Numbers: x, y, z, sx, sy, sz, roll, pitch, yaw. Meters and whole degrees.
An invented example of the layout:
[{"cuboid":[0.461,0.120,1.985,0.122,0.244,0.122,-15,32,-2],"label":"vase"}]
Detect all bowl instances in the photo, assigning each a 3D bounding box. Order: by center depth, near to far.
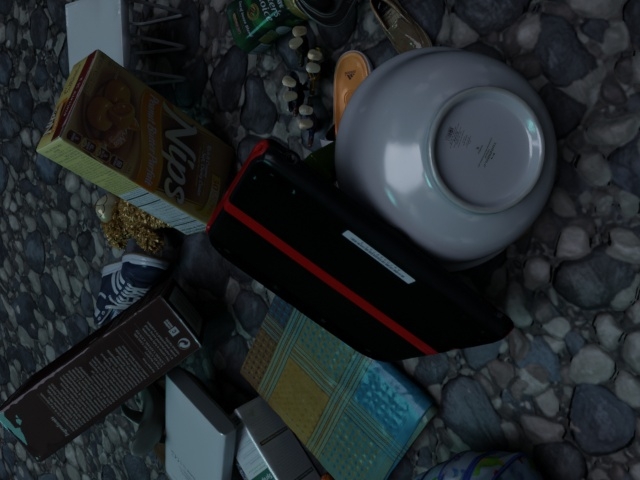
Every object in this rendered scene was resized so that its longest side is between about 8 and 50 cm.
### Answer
[{"cuboid":[0.174,-0.104,0.680,0.134,0.297,0.298,-169,70,-78],"label":"bowl"}]

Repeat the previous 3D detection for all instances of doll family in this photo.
[{"cuboid":[-0.023,-0.256,0.928,0.076,0.111,0.193,13,95,0],"label":"doll family"}]

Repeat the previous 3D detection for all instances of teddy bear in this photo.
[{"cuboid":[-0.385,-0.087,1.224,0.337,0.113,0.245,7,100,36],"label":"teddy bear"}]

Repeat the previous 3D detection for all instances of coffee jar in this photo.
[{"cuboid":[-0.072,-0.400,0.953,0.184,0.079,0.096,-18,88,37],"label":"coffee jar"}]

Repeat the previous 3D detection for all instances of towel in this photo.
[{"cuboid":[0.015,0.273,1.035,0.370,0.040,0.272,40,118,27],"label":"towel"}]

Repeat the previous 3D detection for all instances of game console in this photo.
[{"cuboid":[0.027,0.041,0.792,0.386,0.060,0.342,36,152,-9],"label":"game console"}]

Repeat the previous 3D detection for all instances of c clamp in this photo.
[{"cuboid":[0.006,-0.420,0.870,0.022,0.137,0.161,-167,99,-77],"label":"c clamp"}]

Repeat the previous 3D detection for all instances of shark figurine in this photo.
[{"cuboid":[-0.384,0.354,1.280,0.116,0.166,0.278,-36,56,10],"label":"shark figurine"}]

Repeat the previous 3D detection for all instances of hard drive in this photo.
[{"cuboid":[-0.259,0.439,1.168,0.203,0.040,0.308,33,128,34],"label":"hard drive"}]

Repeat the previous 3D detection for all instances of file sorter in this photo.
[{"cuboid":[-0.384,-0.334,1.139,0.192,0.173,0.278,7,102,37],"label":"file sorter"}]

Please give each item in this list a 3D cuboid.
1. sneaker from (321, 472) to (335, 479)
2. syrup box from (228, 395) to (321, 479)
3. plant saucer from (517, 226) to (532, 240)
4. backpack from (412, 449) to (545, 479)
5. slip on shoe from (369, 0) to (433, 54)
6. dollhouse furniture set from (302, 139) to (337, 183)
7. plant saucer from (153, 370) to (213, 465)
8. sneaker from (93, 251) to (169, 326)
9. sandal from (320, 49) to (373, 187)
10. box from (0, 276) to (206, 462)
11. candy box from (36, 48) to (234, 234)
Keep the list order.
[{"cuboid":[0.056,0.512,1.040,0.067,0.064,0.175,-30,85,17],"label":"sneaker"},{"cuboid":[-0.096,0.439,1.108,0.093,0.096,0.237,-47,69,35],"label":"syrup box"},{"cuboid":[0.265,-0.037,0.804,0.083,0.015,0.084,7,103,35],"label":"plant saucer"},{"cuboid":[0.253,0.468,0.753,0.355,0.290,0.273,49,129,31],"label":"backpack"},{"cuboid":[0.121,-0.321,0.845,0.051,0.041,0.135,-37,76,35],"label":"slip on shoe"},{"cuboid":[0.000,0.000,0.874,0.198,0.151,0.301,51,132,-1],"label":"dollhouse furniture set"},{"cuboid":[-0.335,0.442,1.324,0.277,0.041,0.278,8,103,37],"label":"plant saucer"},{"cuboid":[-0.430,0.119,1.257,0.282,0.099,0.153,-16,62,50],"label":"sneaker"},{"cuboid":[0.042,-0.174,0.908,0.101,0.076,0.266,-3,97,37],"label":"sandal"},{"cuboid":[-0.426,0.249,1.133,0.381,0.191,0.143,-37,101,-3],"label":"box"},{"cuboid":[-0.310,-0.161,0.996,0.087,0.316,0.183,-11,58,39],"label":"candy box"}]
